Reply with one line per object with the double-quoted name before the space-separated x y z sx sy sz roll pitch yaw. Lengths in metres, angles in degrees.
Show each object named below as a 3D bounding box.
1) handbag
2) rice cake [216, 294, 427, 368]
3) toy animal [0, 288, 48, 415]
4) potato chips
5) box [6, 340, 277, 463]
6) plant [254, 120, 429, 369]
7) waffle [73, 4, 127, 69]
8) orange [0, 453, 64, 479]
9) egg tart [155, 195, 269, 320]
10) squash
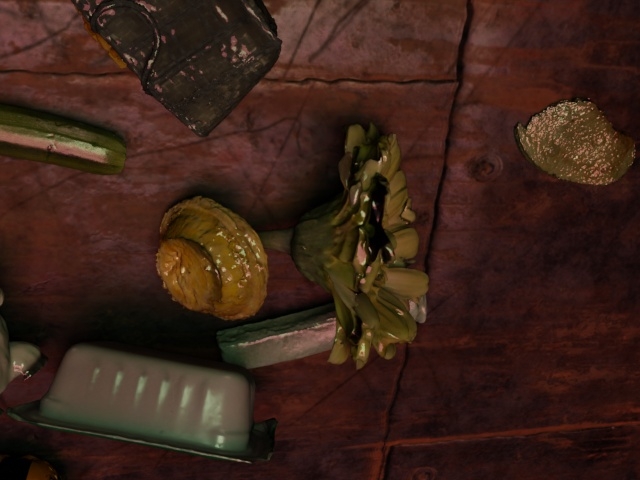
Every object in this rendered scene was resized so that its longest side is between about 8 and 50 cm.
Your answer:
"handbag" -0.161 -0.250 0.739 0.175 0.088 0.270 -33 122 13
"rice cake" 0.008 0.134 1.044 0.336 0.063 0.066 -12 122 -6
"toy animal" -0.534 0.090 0.843 0.258 0.194 0.357 -30 108 9
"potato chips" 0.389 -0.149 1.005 0.209 0.026 0.142 -4 121 -8
"box" -0.219 0.209 0.925 0.337 0.264 0.106 12 82 -2
"plant" 0.026 -0.018 0.867 0.297 0.306 0.261 25 142 5
"waffle" -0.190 -0.314 0.770 0.249 0.056 0.253 28 110 -24
"orange" -0.507 0.438 1.029 0.234 0.182 0.234 -11 131 -13
"egg tart" -0.157 0.034 0.897 0.074 0.191 0.191 -34 132 -45
"squash" -0.358 -0.127 0.827 0.229 0.066 0.066 11 114 -18
